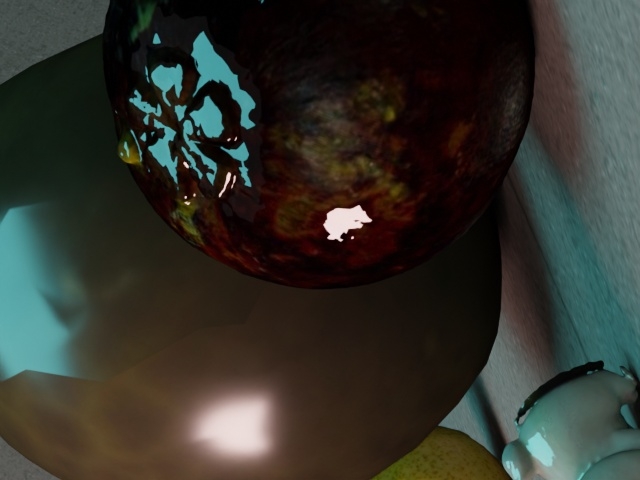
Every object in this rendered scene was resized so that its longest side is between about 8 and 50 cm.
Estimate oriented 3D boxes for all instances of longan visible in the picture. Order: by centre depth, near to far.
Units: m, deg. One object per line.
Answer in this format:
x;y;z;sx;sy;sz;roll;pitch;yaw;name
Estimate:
-0.074;0.018;1.297;0.404;0.404;0.336;82;-170;-72;longan

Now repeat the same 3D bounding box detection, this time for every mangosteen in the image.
0.017;-0.104;1.032;0.289;0.231;0.231;-40;-62;-50;mangosteen

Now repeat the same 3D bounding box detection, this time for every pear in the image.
0.099;0.242;1.673;0.178;0.178;0.178;161;90;-86;pear

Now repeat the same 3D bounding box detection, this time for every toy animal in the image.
0.149;0.129;1.000;0.071;0.085;0.124;101;149;-47;toy animal
